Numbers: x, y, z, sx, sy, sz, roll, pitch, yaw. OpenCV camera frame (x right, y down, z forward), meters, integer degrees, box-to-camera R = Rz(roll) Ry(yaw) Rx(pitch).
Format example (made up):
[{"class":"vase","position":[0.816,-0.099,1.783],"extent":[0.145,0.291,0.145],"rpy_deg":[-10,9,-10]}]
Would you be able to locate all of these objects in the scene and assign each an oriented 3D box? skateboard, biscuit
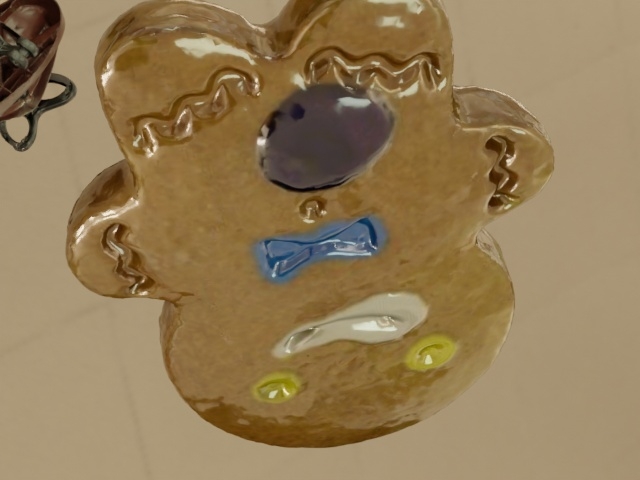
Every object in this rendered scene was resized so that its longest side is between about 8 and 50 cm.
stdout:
[{"class":"skateboard","position":[-0.179,-0.059,0.869],"extent":[0.151,0.067,0.080],"rpy_deg":[-50,156,-15]},{"class":"biscuit","position":[0.000,0.000,0.634],"extent":[0.179,0.039,0.236],"rpy_deg":[-15,137,1]}]
